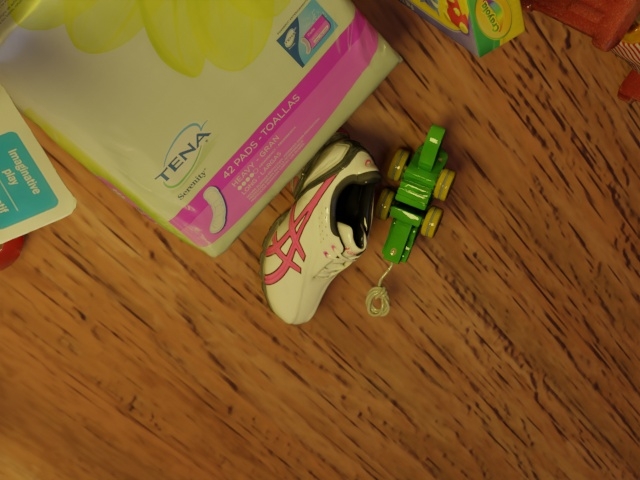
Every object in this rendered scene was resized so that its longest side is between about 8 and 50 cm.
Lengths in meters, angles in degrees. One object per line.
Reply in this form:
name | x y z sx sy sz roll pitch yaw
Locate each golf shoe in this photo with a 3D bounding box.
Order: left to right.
golf shoe | 0.000 0.000 1.364 0.067 0.086 0.186 -6 124 -34

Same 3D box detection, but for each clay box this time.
clay box | 0.082 -0.259 1.209 0.053 0.127 0.222 -32 133 -13

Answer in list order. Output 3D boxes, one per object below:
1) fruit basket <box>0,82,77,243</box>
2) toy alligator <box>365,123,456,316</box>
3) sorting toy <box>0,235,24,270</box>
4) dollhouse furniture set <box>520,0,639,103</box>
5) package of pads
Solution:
fruit basket | -0.363 -0.066 0.892 0.353 0.327 0.165 -26 146 -15
toy alligator | 0.079 -0.022 1.431 0.051 0.056 0.189 -48 158 -63
sorting toy | -0.332 -0.027 1.138 0.275 0.046 0.132 -3 122 -33
dollhouse furniture set | 0.364 -0.152 1.314 0.201 0.374 0.152 32 95 -43
package of pads | -0.106 -0.145 1.176 0.229 0.101 0.296 -47 134 0
